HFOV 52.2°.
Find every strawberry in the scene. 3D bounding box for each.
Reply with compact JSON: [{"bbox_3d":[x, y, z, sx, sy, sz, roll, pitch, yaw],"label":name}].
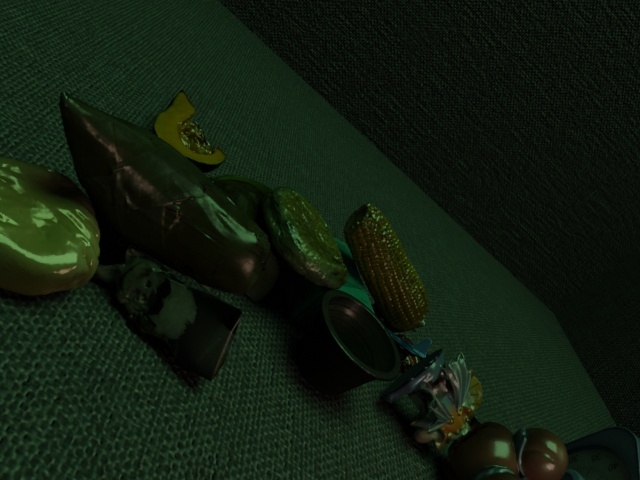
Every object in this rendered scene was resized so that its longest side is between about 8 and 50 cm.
[{"bbox_3d":[0.239,0.317,1.824,0.104,0.048,0.152,23,27,-42],"label":"strawberry"}]

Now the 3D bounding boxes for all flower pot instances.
[{"bbox_3d":[0.044,0.240,1.422,0.235,0.148,0.235,37,26,-21],"label":"flower pot"}]

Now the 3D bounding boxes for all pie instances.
[{"bbox_3d":[-0.037,-0.007,1.479,0.277,0.078,0.277,48,15,-17],"label":"pie"}]

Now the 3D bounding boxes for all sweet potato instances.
[{"bbox_3d":[0.151,0.208,1.825,0.269,0.075,0.074,24,29,-29],"label":"sweet potato"}]

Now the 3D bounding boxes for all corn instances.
[{"bbox_3d":[0.171,0.077,1.707,0.387,0.144,0.144,58,13,-27],"label":"corn"}]

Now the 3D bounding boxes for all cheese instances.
[{"bbox_3d":[-0.445,-0.016,0.984,0.226,0.117,0.214,19,37,-43],"label":"cheese"}]

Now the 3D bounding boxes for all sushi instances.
[{"bbox_3d":[-0.263,0.112,1.129,0.273,0.134,0.109,29,4,1],"label":"sushi"}]

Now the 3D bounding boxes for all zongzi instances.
[{"bbox_3d":[-0.241,-0.060,1.075,0.356,0.174,0.393,35,-14,2],"label":"zongzi"}]

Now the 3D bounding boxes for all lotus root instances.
[{"bbox_3d":[-0.173,-0.034,1.514,0.267,0.149,0.260,46,20,-11],"label":"lotus root"}]

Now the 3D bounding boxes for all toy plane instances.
[{"bbox_3d":[0.184,0.264,1.733,0.246,0.078,0.169,20,1,4],"label":"toy plane"}]

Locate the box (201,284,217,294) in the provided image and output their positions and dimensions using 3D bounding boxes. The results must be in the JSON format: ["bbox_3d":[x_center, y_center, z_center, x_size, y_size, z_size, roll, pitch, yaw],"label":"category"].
[{"bbox_3d":[-0.252,-0.019,1.340,0.225,0.129,0.086,44,20,-8],"label":"box"}]

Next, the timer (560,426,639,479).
[{"bbox_3d":[0.613,0.636,1.524,0.173,0.395,0.395,44,20,-11],"label":"timer"}]

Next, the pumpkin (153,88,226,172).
[{"bbox_3d":[-0.368,-0.253,1.616,0.163,0.111,0.278,-3,52,-48],"label":"pumpkin"}]

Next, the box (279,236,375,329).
[{"bbox_3d":[0.003,0.101,1.647,0.205,0.118,0.311,29,27,-35],"label":"box"}]

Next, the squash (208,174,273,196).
[{"bbox_3d":[-0.198,-0.121,1.711,0.331,0.087,0.087,14,38,-53],"label":"squash"}]

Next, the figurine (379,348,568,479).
[{"bbox_3d":[0.351,0.448,1.525,0.277,0.248,0.388,-32,81,-29],"label":"figurine"}]

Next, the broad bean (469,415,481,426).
[{"bbox_3d":[0.420,0.553,1.741,0.144,0.049,0.292,44,20,-11],"label":"broad bean"}]
